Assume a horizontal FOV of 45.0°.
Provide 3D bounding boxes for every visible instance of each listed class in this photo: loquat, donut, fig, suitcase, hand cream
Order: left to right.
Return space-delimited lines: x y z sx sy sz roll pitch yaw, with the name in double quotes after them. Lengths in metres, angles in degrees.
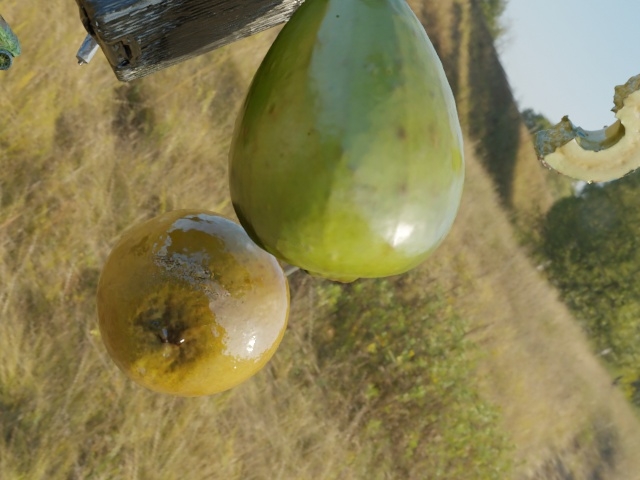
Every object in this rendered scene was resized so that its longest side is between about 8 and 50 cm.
-0.319 -0.290 1.096 0.030 0.093 0.019 22 -9 19 "hand cream"
-0.173 0.085 1.063 0.263 0.263 0.263 55 14 -21 "loquat"
-0.131 -0.336 0.913 0.229 0.335 0.152 130 -64 -81 "suitcase"
0.034 -0.118 0.833 0.258 0.258 0.326 26 70 -68 "fig"
0.360 -0.134 0.958 0.108 0.166 0.065 36 39 -23 "donut"

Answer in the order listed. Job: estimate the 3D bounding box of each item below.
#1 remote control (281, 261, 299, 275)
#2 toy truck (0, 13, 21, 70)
0.000 0.000 1.514 0.029 0.261 0.067 37 47 -19 "remote control"
-0.508 -0.269 1.053 0.077 0.169 0.100 -119 -171 -49 "toy truck"
